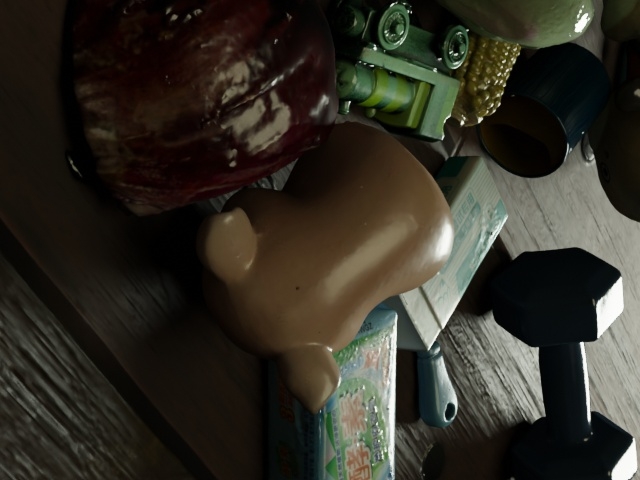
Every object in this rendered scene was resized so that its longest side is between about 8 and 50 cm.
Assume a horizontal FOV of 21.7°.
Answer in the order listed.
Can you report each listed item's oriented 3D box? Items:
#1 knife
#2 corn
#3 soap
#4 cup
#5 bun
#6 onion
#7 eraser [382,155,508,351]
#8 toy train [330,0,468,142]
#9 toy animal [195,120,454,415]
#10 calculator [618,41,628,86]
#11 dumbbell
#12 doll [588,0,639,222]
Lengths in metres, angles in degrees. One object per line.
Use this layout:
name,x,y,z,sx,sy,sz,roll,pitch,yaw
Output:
knife,0.113,0.104,1.888,0.058,0.032,0.244,-34,120,-39
corn,0.196,-0.241,1.873,0.288,0.086,0.086,-62,141,-27
soap,0.013,0.190,1.717,0.156,0.077,0.293,-18,112,-52
cup,0.257,-0.151,1.978,0.113,0.150,0.138,50,48,-6
bun,0.163,-0.324,1.721,0.293,0.187,0.293,-18,90,-77
onion,-0.081,-0.176,1.448,0.314,0.146,0.280,-35,122,-41
eraser,0.132,0.012,1.852,0.225,0.052,0.095,-56,132,-35
toy train,0.072,-0.178,1.715,0.200,0.083,0.132,10,97,-50
toy animal,-0.004,0.002,1.535,0.256,0.213,0.195,-39,103,-22
calculator,0.491,-0.261,2.311,0.256,0.054,0.386,17,85,-55
dumbbell,0.302,0.173,2.067,0.144,0.160,0.324,-81,164,-62
doll,0.425,-0.180,2.086,0.235,0.174,0.329,-82,173,-63
